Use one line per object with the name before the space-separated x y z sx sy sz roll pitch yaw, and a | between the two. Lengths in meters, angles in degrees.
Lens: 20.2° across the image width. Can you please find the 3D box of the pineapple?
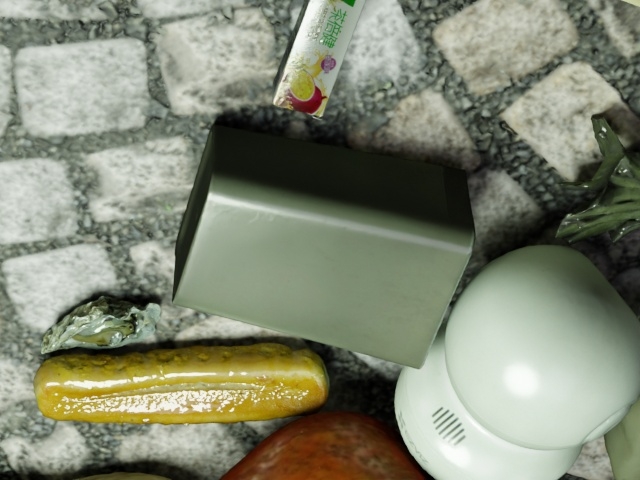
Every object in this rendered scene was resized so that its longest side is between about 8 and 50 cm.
pineapple | 0.353 -0.026 1.639 0.277 0.119 0.130 14 169 -14

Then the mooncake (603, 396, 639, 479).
mooncake | 0.403 0.150 1.738 0.275 0.135 0.275 -10 144 -7

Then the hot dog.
hot dog | -0.135 0.138 1.752 0.286 0.061 0.088 2 127 -8

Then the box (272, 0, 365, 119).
box | 0.011 -0.198 1.517 0.050 0.041 0.207 14 125 -11

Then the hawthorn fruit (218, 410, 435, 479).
hawthorn fruit | 0.001 0.317 1.728 0.311 0.295 0.295 -9 128 3

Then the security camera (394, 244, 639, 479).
security camera | 0.192 0.112 1.650 0.195 0.194 0.236 13 141 -14

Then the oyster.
oyster | -0.208 0.081 1.728 0.100 0.037 0.098 0 150 -31

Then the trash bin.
trash bin | 0.000 0.000 1.623 0.240 0.122 0.164 14 125 -12

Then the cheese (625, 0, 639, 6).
cheese | 0.300 -0.299 1.411 0.265 0.124 0.242 16 129 -18

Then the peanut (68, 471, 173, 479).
peanut | -0.273 0.315 1.832 0.313 0.152 0.152 -7 128 0
